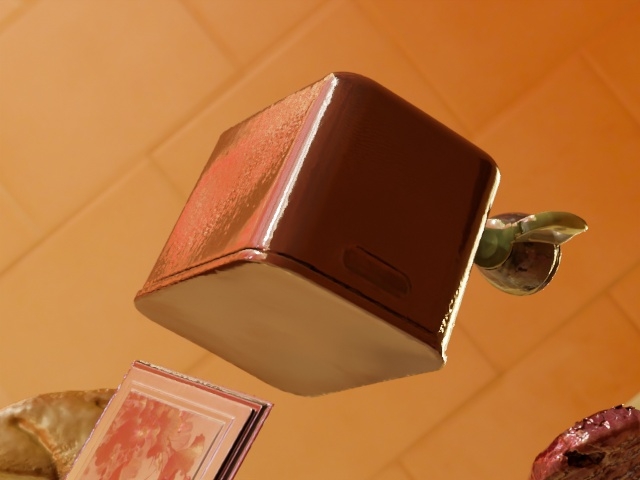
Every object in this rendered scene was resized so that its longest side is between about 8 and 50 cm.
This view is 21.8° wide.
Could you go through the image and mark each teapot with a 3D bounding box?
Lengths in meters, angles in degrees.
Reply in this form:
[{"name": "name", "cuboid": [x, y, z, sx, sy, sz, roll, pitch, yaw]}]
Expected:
[{"name": "teapot", "cuboid": [0.212, -0.002, 1.807, 0.091, 0.124, 0.092, 16, -154, -53]}]

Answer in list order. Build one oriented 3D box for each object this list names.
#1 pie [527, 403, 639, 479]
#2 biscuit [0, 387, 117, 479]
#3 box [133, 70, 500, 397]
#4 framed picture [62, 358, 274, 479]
[{"name": "pie", "cuboid": [0.254, 0.204, 1.491, 0.153, 0.154, 0.038, 48, -169, -50]}, {"name": "biscuit", "cuboid": [-0.277, 0.225, 1.762, 0.045, 0.299, 0.154, 88, 160, -52]}, {"name": "box", "cuboid": [0.000, 0.000, 1.729, 0.239, 0.229, 0.339, 31, 157, -20]}, {"name": "framed picture", "cuboid": [-0.138, 0.185, 1.244, 0.010, 0.195, 0.199, 39, 163, -35]}]
